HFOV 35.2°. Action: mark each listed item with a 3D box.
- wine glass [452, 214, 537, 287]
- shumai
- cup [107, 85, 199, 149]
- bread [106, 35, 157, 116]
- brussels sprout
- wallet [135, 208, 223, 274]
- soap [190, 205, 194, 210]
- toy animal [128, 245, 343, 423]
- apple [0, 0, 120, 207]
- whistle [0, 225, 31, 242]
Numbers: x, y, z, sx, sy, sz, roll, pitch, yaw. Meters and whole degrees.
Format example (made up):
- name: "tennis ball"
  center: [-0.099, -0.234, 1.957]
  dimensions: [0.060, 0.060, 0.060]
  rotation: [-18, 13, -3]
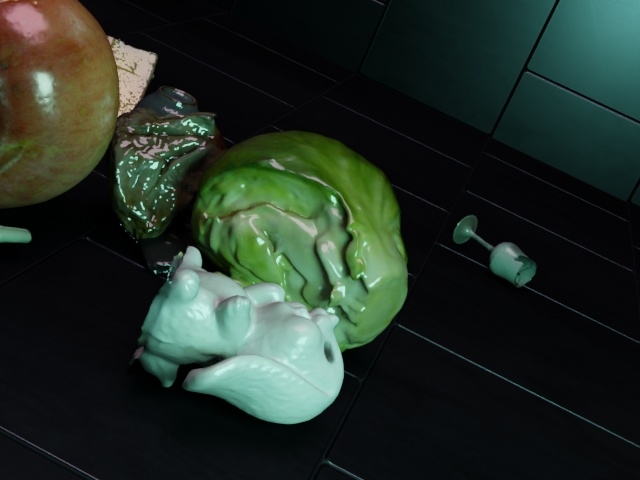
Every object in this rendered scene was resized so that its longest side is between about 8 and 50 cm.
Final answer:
- name: "wine glass"
  center: [0.383, 0.024, 2.224]
  dimensions: [0.079, 0.079, 0.195]
  rotation: [1, 30, -45]
- name: "shumai"
  center: [-0.246, -0.138, 1.639]
  dimensions: [0.184, 0.185, 0.218]
  rotation: [50, 25, -21]
- name: "cup"
  center: [-0.302, -0.218, 1.975]
  dimensions: [0.199, 0.150, 0.199]
  rotation: [21, 22, -9]
- name: "bread"
  center: [-0.473, -0.351, 2.127]
  dimensions: [0.240, 0.135, 0.178]
  rotation: [20, 21, -16]
- name: "brussels sprout"
  center: [-0.013, -0.008, 1.600]
  dimensions: [0.371, 0.276, 0.314]
  rotation: [44, 23, 20]
- name: "wallet"
  center: [-0.249, -0.030, 1.736]
  dimensions: [0.170, 0.044, 0.321]
  rotation: [13, 24, -31]
- name: "soap"
  center: [-0.166, -0.072, 1.824]
  dimensions: [0.119, 0.066, 0.198]
  rotation: [39, 13, 13]
- name: "toy animal"
  center: [-0.113, 0.138, 1.323]
  dimensions: [0.289, 0.174, 0.249]
  rotation: [28, 10, 14]
- name: "apple"
  center: [-0.475, -0.229, 1.534]
  dimensions: [0.363, 0.364, 0.364]
  rotation: [21, 22, -9]
- name: "whistle"
  center: [-0.507, -0.009, 1.385]
  dimensions: [0.114, 0.077, 0.235]
  rotation: [0, -5, 40]
